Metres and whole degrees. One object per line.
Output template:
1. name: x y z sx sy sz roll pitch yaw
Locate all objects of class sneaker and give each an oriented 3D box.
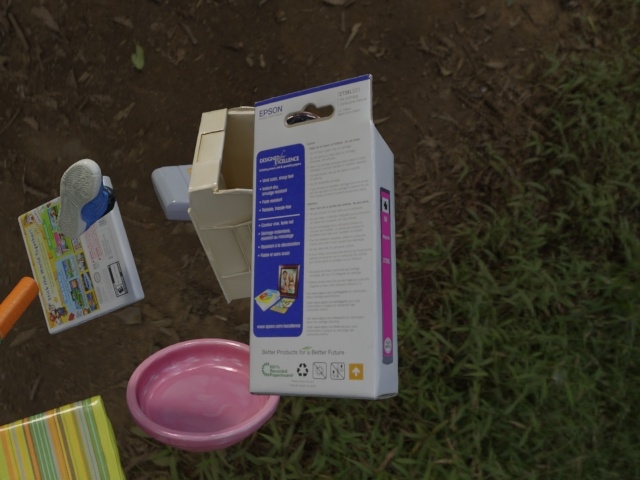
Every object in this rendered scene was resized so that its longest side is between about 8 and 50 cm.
1. sneaker: -0.346 -0.076 1.000 0.058 0.152 0.084 31 39 3

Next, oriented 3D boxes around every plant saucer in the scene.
1. plant saucer: -0.253 0.343 1.452 0.332 0.332 0.084 -10 120 -26

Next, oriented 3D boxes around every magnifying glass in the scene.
1. magnifying glass: -0.391 0.123 0.756 0.231 0.026 0.092 -72 160 -53

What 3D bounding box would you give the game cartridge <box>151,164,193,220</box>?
1. game cartridge: -0.222 -0.117 1.523 0.297 0.198 0.062 -8 120 -23

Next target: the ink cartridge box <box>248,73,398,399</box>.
1. ink cartridge box: 0.000 0.000 0.797 0.069 0.176 0.371 11 76 -57

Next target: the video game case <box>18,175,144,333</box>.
1. video game case: -0.427 0.028 1.169 0.026 0.206 0.227 0 70 -68

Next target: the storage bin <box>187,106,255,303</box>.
1. storage bin: -0.138 -0.070 1.198 0.123 0.262 0.260 -10 130 6

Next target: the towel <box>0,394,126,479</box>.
1. towel: -0.291 0.216 0.560 0.237 0.021 0.102 -15 79 -13

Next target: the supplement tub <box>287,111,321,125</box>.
1. supplement tub: -0.033 -0.168 1.236 0.106 0.198 0.106 0 86 -2
